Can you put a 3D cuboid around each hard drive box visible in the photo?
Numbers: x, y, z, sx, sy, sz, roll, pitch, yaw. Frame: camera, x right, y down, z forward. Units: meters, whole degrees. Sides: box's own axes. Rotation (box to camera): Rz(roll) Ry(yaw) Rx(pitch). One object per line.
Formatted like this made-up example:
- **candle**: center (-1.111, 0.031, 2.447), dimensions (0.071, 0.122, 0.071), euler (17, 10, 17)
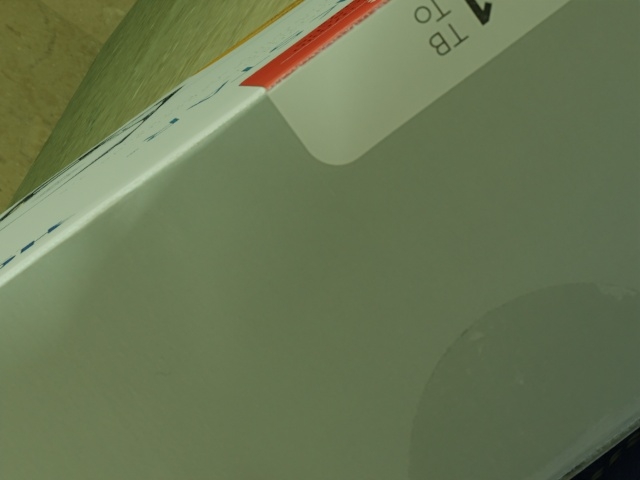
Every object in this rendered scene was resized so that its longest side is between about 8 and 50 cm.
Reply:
- **hard drive box**: center (0.000, 0.000, 0.419), dimensions (0.181, 0.089, 0.232), euler (-37, 9, -5)

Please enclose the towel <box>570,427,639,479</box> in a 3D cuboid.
- **towel**: center (0.128, -0.015, 0.370), dimensions (0.243, 0.040, 0.336), euler (-50, 11, 32)
